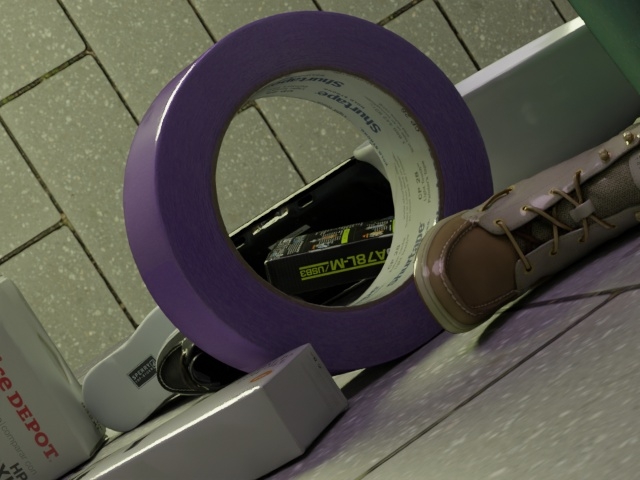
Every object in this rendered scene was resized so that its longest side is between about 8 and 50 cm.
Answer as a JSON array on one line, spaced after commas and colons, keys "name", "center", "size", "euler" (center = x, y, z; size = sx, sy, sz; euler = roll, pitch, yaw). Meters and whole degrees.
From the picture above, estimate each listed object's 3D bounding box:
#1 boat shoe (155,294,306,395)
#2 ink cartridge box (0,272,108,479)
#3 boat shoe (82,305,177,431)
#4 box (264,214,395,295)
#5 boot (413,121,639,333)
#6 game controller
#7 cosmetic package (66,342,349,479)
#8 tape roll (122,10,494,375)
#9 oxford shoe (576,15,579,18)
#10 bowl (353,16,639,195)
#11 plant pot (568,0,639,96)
[{"name": "boat shoe", "center": [-0.098, 0.115, 1.855], "size": [0.228, 0.080, 0.076], "euler": [-18, 11, 44]}, {"name": "ink cartridge box", "center": [-0.424, 0.211, 2.074], "size": [0.307, 0.223, 0.129], "euler": [-32, 5, 5]}, {"name": "boat shoe", "center": [-0.136, 0.110, 2.018], "size": [0.301, 0.108, 0.102], "euler": [-38, 0, 43]}, {"name": "box", "center": [0.043, 0.009, 1.851], "size": [0.184, 0.045, 0.190], "euler": [-10, 6, 3]}, {"name": "boot", "center": [0.171, -0.016, 1.328], "size": [0.165, 0.077, 0.213], "euler": [-27, 4, 38]}, {"name": "game controller", "center": [0.000, 0.000, 2.019], "size": [0.319, 0.166, 0.067], "euler": [-32, 45, 29]}, {"name": "cosmetic package", "center": [-0.102, 0.161, 1.367], "size": [0.239, 0.060, 0.099], "euler": [-31, 5, 25]}, {"name": "tape roll", "center": [-0.008, -0.033, 1.453], "size": [0.275, 0.274, 0.090], "euler": [-34, 5, -23]}, {"name": "oxford shoe", "center": [0.321, -0.188, 1.922], "size": [0.133, 0.130, 0.364], "euler": [-43, 7, -28]}, {"name": "bowl", "center": [0.189, -0.100, 1.740], "size": [0.298, 0.134, 0.298], "euler": [-30, 3, 2]}, {"name": "plant pot", "center": [0.303, -0.263, 1.445], "size": [0.341, 0.334, 0.341], "euler": [-32, 4, 2]}]
